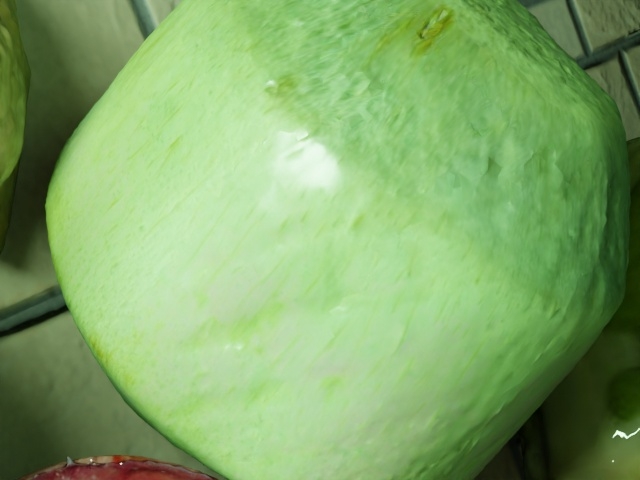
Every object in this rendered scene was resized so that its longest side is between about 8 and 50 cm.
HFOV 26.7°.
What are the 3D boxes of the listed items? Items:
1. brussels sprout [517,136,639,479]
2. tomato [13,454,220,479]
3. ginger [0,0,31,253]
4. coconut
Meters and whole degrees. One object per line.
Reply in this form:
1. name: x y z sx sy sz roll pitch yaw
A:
1. brussels sprout: 0.269 0.070 0.995 0.371 0.276 0.314 -46 126 -53
2. tomato: -0.112 0.184 0.675 0.189 0.099 0.173 -44 104 -7
3. ginger: -0.194 -0.104 0.691 0.115 0.122 0.193 6 66 -24
4. coconut: 0.000 0.000 0.736 0.281 0.328 0.328 -28 99 -65
